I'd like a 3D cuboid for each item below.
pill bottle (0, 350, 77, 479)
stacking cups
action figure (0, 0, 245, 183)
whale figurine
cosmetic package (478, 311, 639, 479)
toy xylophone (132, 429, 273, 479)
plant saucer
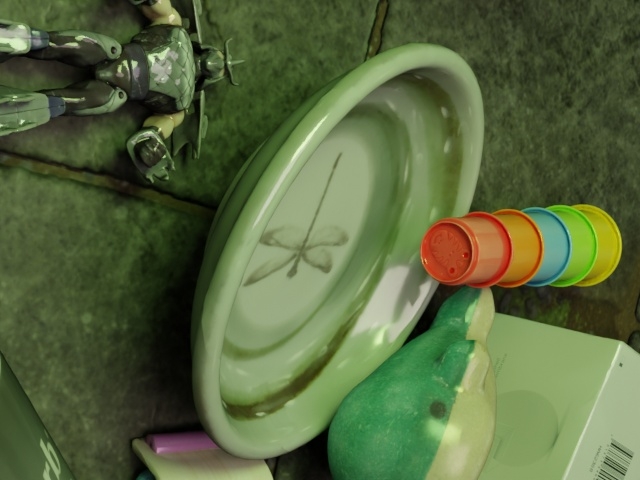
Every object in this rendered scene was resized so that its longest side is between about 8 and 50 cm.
[{"bbox_3d":[-0.291,0.171,0.801,0.210,0.210,0.363,-39,128,-26],"label":"pill bottle"},{"bbox_3d":[0.204,0.003,1.201,0.316,0.096,0.096,2,96,-52],"label":"stacking cups"},{"bbox_3d":[-0.175,-0.135,0.947,0.285,0.099,0.185,-11,94,-39],"label":"action figure"},{"bbox_3d":[0.093,0.153,1.128,0.141,0.216,0.272,21,51,0],"label":"whale figurine"},{"bbox_3d":[0.217,0.208,1.207,0.138,0.225,0.224,34,77,-37],"label":"cosmetic package"},{"bbox_3d":[-0.096,0.339,1.083,0.236,0.081,0.322,12,89,-37],"label":"toy xylophone"},{"bbox_3d":[0.000,0.000,1.038,0.400,0.100,0.400,-42,148,-33],"label":"plant saucer"}]
